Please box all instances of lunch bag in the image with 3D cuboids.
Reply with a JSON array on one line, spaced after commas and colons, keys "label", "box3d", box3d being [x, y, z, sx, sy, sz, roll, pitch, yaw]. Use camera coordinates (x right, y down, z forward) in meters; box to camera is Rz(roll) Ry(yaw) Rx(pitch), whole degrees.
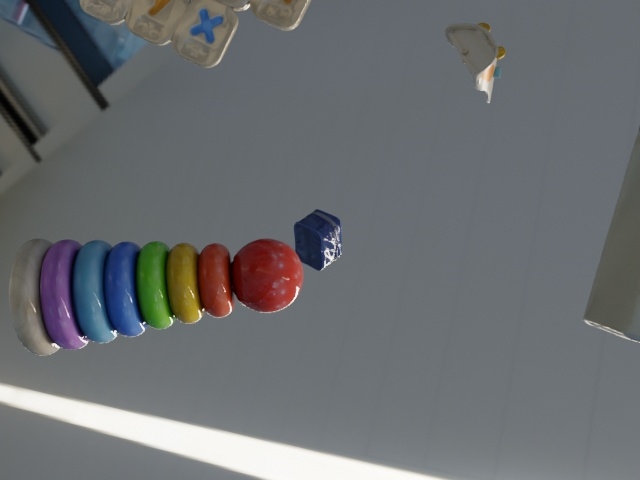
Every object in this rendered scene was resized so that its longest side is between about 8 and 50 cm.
[{"label": "lunch bag", "box3d": [0.000, 0.000, 1.368, 0.067, 0.065, 0.098, 28, -44, 32]}]

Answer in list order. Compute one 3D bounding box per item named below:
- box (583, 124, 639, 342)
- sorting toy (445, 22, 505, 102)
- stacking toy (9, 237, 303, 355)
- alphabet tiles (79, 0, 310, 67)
[{"label": "box", "box3d": [0.294, -0.051, 0.580, 0.094, 0.113, 0.274, -126, -127, -87]}, {"label": "sorting toy", "box3d": [0.177, -0.193, 0.879, 0.045, 0.075, 0.083, -21, -124, 2]}, {"label": "stacking toy", "box3d": [-0.185, 0.058, 0.944, 0.141, 0.331, 0.141, -4, 90, -89]}, {"label": "alphabet tiles", "box3d": [-0.125, -0.335, 0.838, 0.277, 0.284, 0.021, -65, 173, 1]}]
